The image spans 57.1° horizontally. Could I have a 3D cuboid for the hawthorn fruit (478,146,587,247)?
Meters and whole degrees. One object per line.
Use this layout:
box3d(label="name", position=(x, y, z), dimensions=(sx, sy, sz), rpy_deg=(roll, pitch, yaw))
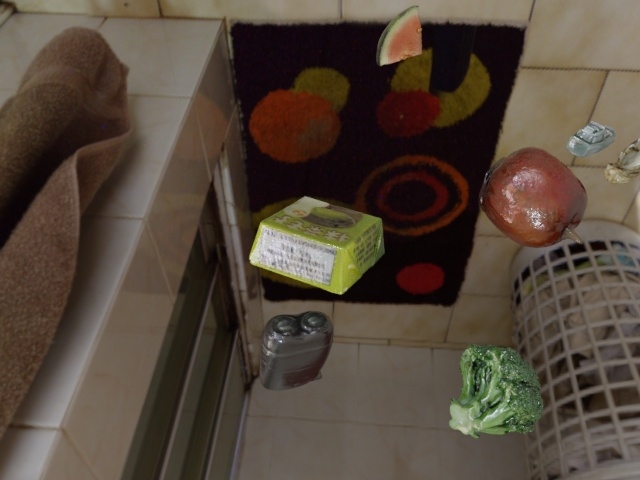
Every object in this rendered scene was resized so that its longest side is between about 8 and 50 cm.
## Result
box3d(label="hawthorn fruit", position=(0.471, -0.079, 1.285), dimensions=(0.215, 0.249, 0.215), rpy_deg=(-31, 160, -13))

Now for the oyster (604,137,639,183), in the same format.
box3d(label="oyster", position=(0.976, -0.241, 1.671), dimensions=(0.294, 0.166, 0.094), rpy_deg=(-8, 132, 50))

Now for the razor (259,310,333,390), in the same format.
box3d(label="razor", position=(-0.075, 0.330, 1.696), dimensions=(0.204, 0.113, 0.349), rpy_deg=(-9, 143, -15))

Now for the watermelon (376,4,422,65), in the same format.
box3d(label="watermelon", position=(0.177, -0.425, 1.236), dimensions=(0.094, 0.125, 0.135), rpy_deg=(37, 131, 5))

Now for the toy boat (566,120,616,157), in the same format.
box3d(label="toy boat", position=(0.722, -0.274, 1.542), dimensions=(0.078, 0.260, 0.085), rpy_deg=(39, 127, 26))

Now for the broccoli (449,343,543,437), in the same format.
box3d(label="broccoli", position=(0.446, 0.399, 1.527), dimensions=(0.265, 0.245, 0.294), rpy_deg=(54, 147, 13))

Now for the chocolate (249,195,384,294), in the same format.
box3d(label="chocolate", position=(0.000, 0.000, 1.653), dimensions=(0.301, 0.289, 0.137), rpy_deg=(16, 118, 23))
